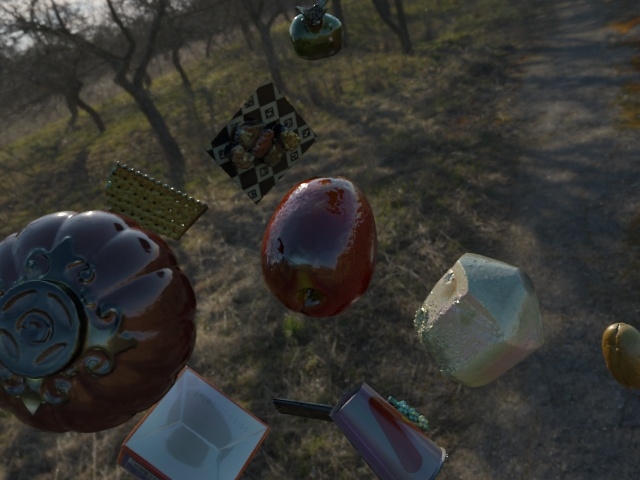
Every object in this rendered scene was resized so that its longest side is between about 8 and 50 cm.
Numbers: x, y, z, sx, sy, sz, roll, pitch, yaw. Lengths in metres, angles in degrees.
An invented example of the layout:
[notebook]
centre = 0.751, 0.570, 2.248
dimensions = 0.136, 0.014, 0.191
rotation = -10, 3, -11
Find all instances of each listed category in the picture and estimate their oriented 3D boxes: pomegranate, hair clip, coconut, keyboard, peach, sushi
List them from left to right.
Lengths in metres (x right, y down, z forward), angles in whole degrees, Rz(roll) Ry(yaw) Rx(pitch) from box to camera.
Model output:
[sushi]
centre = -0.150, -0.275, 1.693
dimensions = 0.294, 0.292, 0.059
rotation = -51, 48, -6
[keyboard]
centre = -0.053, 0.580, 1.981
dimensions = 0.231, 0.093, 0.025
rotation = 2, 43, 23
[pomegranate]
centre = -0.016, -0.570, 1.552
dimensions = 0.152, 0.130, 0.191
rotation = -10, -15, 8
[peach]
centre = 0.000, 0.000, 1.312
dimensions = 0.281, 0.281, 0.338
rotation = -10, 46, 22
[hair clip]
centre = 0.291, 0.569, 1.884
dimensions = 0.049, 0.173, 0.049
rotation = -56, 1, 1
[coconut]
centre = 0.415, 0.191, 1.477
dimensions = 0.309, 0.298, 0.297
rotation = -57, 1, 33

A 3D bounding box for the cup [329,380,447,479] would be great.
[cup]
centre = 0.171, 0.531, 1.557
dimensions = 0.203, 0.288, 0.203
rotation = -45, -4, -4

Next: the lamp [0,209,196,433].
[lamp]
centre = -0.321, 0.108, 0.788
dimensions = 0.304, 0.302, 0.257
rotation = -19, -4, 2

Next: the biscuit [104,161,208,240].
[biscuit]
centre = -0.347, -0.071, 1.173
dimensions = 0.144, 0.203, 0.016
rotation = -42, 38, 34

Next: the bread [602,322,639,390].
[bread]
centre = 0.788, 0.305, 1.483
dimensions = 0.078, 0.189, 0.114
rotation = -20, 6, -43

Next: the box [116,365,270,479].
[box]
centre = -0.409, 0.659, 1.846
dimensions = 0.318, 0.349, 0.256
rotation = -54, -1, -40
